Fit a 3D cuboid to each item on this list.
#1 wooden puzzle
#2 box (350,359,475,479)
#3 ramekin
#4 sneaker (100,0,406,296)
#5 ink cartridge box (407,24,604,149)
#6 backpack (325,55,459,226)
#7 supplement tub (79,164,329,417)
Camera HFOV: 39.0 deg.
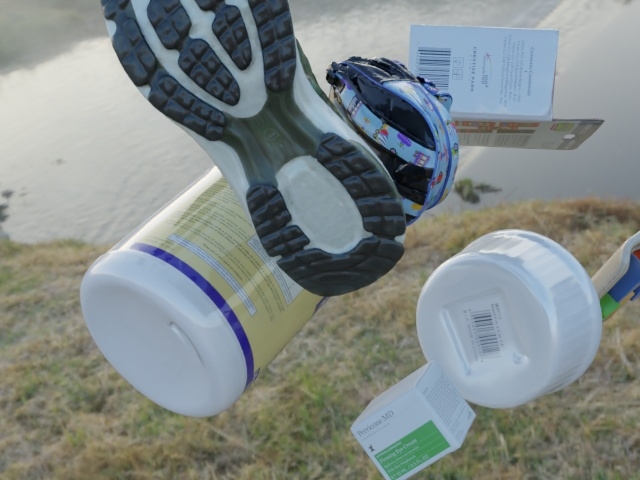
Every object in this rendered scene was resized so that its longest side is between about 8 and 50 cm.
[{"bbox_3d":[0.586,0.050,1.668,0.348,0.322,0.080,-33,70,-32],"label":"wooden puzzle"},{"bbox_3d":[0.109,0.211,1.052,0.101,0.087,0.102,-38,-4,23],"label":"box"},{"bbox_3d":[0.285,0.129,1.425,0.277,0.277,0.135,8,14,37],"label":"ramekin"},{"bbox_3d":[-0.067,-0.144,0.844,0.158,0.410,0.182,-27,18,5],"label":"sneaker"},{"bbox_3d":[0.270,-0.220,1.358,0.271,0.130,0.309,4,0,8],"label":"ink cartridge box"},{"bbox_3d":[0.083,-0.103,0.979,0.117,0.158,0.173,-12,36,-39],"label":"backpack"},{"bbox_3d":[-0.116,0.038,1.173,0.241,0.241,0.331,7,37,36],"label":"supplement tub"}]
